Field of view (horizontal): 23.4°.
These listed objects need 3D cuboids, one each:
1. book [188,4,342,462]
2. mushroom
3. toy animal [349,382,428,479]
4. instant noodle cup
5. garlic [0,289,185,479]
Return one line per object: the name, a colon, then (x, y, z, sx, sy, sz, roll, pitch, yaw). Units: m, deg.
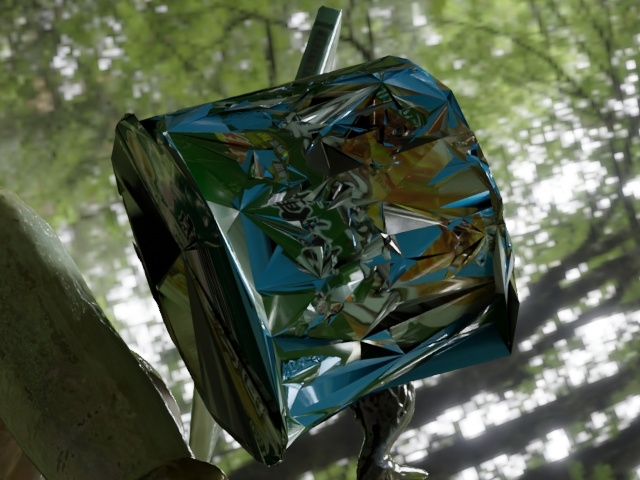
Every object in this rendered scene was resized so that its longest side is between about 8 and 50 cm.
book: (-0.054, -0.002, 1.446, 0.264, 0.031, 0.379, 105, 2, -61)
mushroom: (-0.160, 0.090, 0.989, 0.100, 0.081, 0.312, -44, -122, 6)
toy animal: (0.042, 0.102, 1.118, 0.070, 0.105, 0.202, 137, -37, -61)
instant noodle cup: (0.000, 0.000, 0.945, 0.240, 0.178, 0.240, 56, -21, 33)
garlic: (-0.256, 0.141, 1.296, 0.340, 0.231, 0.245, 28, -98, 43)
